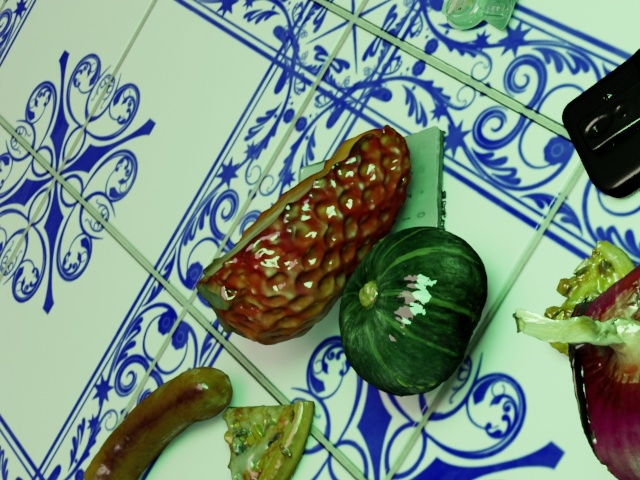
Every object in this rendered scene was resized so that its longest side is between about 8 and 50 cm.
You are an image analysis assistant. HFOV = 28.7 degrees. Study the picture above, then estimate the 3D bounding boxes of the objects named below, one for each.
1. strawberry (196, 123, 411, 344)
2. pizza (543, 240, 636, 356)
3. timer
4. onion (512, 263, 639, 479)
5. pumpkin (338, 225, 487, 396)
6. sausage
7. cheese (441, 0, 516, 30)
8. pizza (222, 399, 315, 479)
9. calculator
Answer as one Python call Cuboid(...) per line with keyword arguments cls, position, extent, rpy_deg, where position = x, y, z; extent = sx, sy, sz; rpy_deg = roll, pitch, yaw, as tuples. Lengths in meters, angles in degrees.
Cuboid(cls="strawberry", position=(0.000, 0.000, 1.611), extent=(0.336, 0.149, 0.265), rpy_deg=(-42, 4, 7))
Cuboid(cls="pizza", position=(0.302, 0.092, 1.389), extent=(0.134, 0.046, 0.175), rpy_deg=(-29, 55, 33))
Cuboid(cls="timer", position=(0.369, -0.149, 1.420), extent=(0.187, 0.055, 0.144), rpy_deg=(-38, 51, 27))
Cuboid(cls="onion", position=(0.383, 0.113, 1.166), extent=(0.230, 0.272, 0.256), rpy_deg=(-23, 91, 45))
Cuboid(cls="pumpkin", position=(0.113, 0.085, 1.503), extent=(0.211, 0.152, 0.211), rpy_deg=(-34, 49, 53))
Cuboid(cls="sausage", position=(-0.238, 0.273, 1.810), extent=(0.302, 0.076, 0.103), rpy_deg=(-45, 39, 23))
Cuboid(cls="cheese", position=(0.209, -0.310, 1.663), extent=(0.121, 0.026, 0.067), rpy_deg=(17, 85, 46))
Cuboid(cls="pizza", position=(-0.083, 0.263, 1.697), extent=(0.184, 0.036, 0.176), rpy_deg=(-53, 45, 14))
Cuboid(cls="calculator", position=(0.061, -0.055, 1.703), extent=(0.262, 0.021, 0.161), rpy_deg=(-15, 63, 39))
